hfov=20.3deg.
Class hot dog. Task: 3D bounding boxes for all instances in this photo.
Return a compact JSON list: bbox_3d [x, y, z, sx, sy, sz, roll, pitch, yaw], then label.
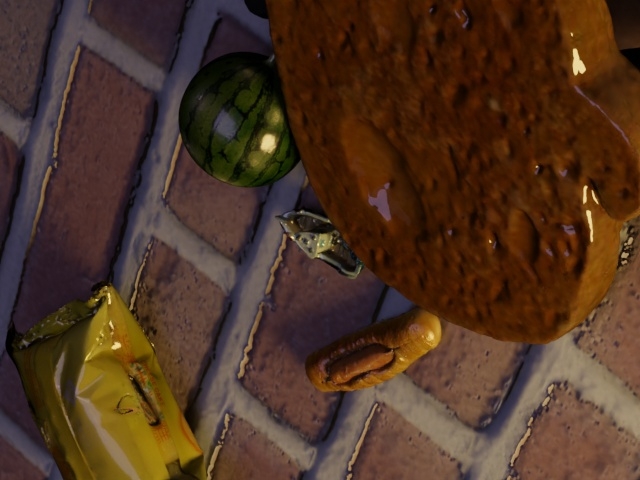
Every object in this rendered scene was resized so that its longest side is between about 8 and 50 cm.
[{"bbox_3d":[0.039,0.085,1.322,0.137,0.028,0.044,-24,96,42],"label":"hot dog"}]

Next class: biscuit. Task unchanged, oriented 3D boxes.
[{"bbox_3d":[0.094,-0.099,1.139,0.314,0.063,0.367,20,133,38],"label":"biscuit"}]

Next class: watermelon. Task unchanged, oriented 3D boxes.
[{"bbox_3d":[-0.053,-0.091,1.290,0.109,0.109,0.109,15,114,36],"label":"watermelon"}]

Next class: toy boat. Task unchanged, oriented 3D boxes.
[{"bbox_3d":[0.000,0.000,1.319,0.083,0.038,0.038,30,123,28],"label":"toy boat"}]

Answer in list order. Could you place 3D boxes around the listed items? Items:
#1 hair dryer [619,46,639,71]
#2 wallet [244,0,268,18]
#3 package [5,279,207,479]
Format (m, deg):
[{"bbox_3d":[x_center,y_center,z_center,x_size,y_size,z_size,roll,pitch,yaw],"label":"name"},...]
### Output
[{"bbox_3d":[0.204,-0.075,1.114,0.219,0.075,0.195,-6,110,52],"label":"hair dryer"},{"bbox_3d":[0.030,-0.244,1.205,0.250,0.044,0.149,-12,93,43],"label":"wallet"},{"bbox_3d":[-0.177,0.150,1.488,0.168,0.090,0.226,-28,83,46],"label":"package"}]
